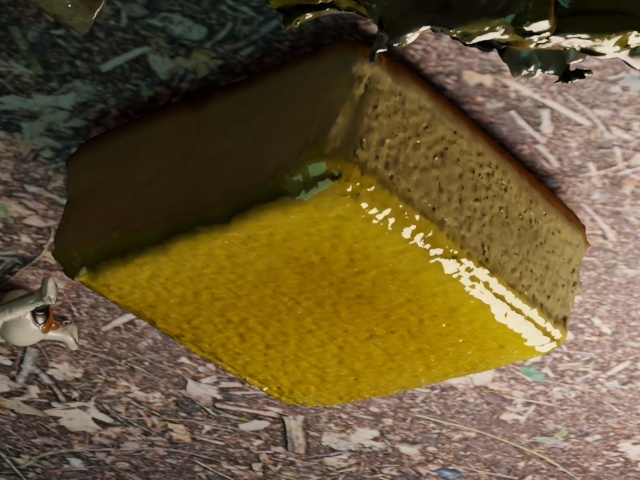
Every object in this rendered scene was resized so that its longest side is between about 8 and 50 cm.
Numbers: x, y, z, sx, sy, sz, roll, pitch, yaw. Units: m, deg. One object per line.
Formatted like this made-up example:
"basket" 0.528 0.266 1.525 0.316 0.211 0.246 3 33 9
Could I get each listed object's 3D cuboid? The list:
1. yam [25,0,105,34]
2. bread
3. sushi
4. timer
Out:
"yam" -0.193 -0.194 1.148 0.069 0.070 0.146 -19 143 41
"bread" 0.000 0.000 1.374 0.323 0.143 0.333 -15 144 36
"sushi" 0.103 -0.155 1.067 0.291 0.139 0.131 8 160 -2
"timer" -0.381 0.094 1.689 0.266 0.175 0.175 -9 151 -2
